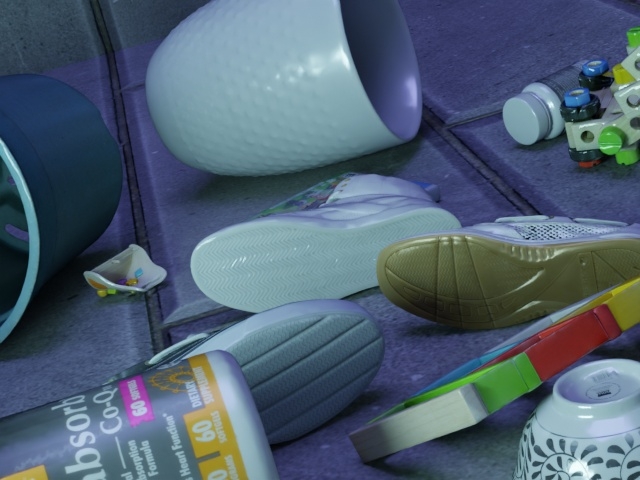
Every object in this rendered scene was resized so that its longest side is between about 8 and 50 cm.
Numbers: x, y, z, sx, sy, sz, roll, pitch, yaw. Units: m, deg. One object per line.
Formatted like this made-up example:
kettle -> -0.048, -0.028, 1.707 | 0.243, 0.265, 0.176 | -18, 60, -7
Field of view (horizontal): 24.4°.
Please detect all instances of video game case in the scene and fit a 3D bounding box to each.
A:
video game case -> 0.009, -0.031, 1.829 | 0.212, 0.023, 0.193 | -27, 22, -30

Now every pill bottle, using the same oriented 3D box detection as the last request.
pill bottle -> 0.308, -0.178, 1.931 | 0.137, 0.078, 0.078 | -26, 22, -30
pill bottle -> -0.174, 0.197, 1.116 | 0.278, 0.162, 0.162 | -18, 19, -9

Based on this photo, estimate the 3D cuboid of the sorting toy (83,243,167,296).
sorting toy -> -0.226, 0.044, 1.774 | 0.075, 0.045, 0.083 | 10, 30, 36

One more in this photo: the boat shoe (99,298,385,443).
boat shoe -> -0.109, 0.130, 1.315 | 0.335, 0.121, 0.119 | -22, 24, -14

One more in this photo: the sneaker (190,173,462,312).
sneaker -> 0.000, 0.000, 1.644 | 0.292, 0.108, 0.169 | -7, 17, -5

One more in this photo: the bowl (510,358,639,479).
bowl -> 0.218, 0.140, 1.106 | 0.170, 0.080, 0.170 | -13, 20, 5

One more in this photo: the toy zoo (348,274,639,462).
toy zoo -> 0.180, 0.091, 1.226 | 0.293, 0.030, 0.192 | -27, -4, -29

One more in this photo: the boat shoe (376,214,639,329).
boat shoe -> 0.196, 0.023, 1.436 | 0.277, 0.098, 0.096 | 0, 22, 14

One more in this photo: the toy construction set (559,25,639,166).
toy construction set -> 0.408, -0.178, 1.778 | 0.215, 0.151, 0.327 | -5, 11, 26

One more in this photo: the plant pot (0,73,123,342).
plant pot -> -0.423, -0.055, 1.813 | 0.341, 0.341, 0.334 | -8, 12, 19

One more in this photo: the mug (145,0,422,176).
mug -> -0.042, -0.220, 2.092 | 0.328, 0.276, 0.374 | -15, -13, 23
